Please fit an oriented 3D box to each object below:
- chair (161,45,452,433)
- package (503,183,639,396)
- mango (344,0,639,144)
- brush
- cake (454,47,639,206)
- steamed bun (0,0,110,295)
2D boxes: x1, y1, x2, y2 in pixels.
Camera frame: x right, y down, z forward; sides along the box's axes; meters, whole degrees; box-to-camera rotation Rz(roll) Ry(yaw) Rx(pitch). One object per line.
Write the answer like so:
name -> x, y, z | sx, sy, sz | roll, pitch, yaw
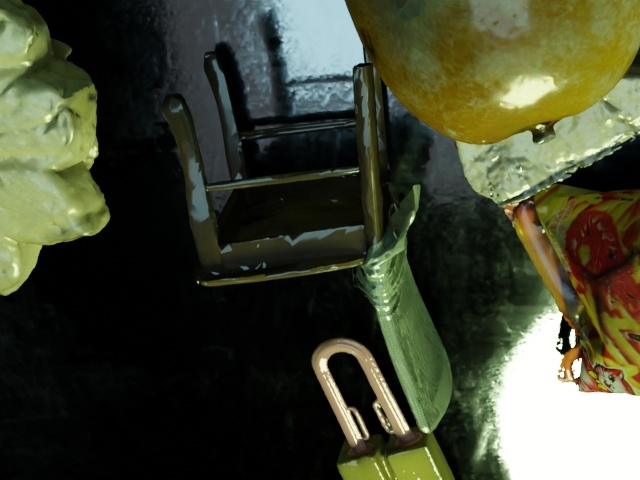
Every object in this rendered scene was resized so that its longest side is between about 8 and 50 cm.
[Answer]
chair -> 0.000, 0.000, 0.761 | 0.186, 0.160, 0.319 | -7, 114, 10
package -> 0.294, 0.036, 0.708 | 0.288, 0.108, 0.223 | -2, 115, 44
mango -> 0.102, -0.250, 0.578 | 0.221, 0.199, 0.384 | -7, 102, 44
brush -> 0.057, 0.192, 0.907 | 0.103, 0.047, 0.233 | -17, 110, 20
cake -> 0.206, -0.088, 0.704 | 0.220, 0.086, 0.116 | 1, 117, 12
steamed bun -> -0.316, -0.096, 0.793 | 0.295, 0.137, 0.292 | 23, 116, -9
